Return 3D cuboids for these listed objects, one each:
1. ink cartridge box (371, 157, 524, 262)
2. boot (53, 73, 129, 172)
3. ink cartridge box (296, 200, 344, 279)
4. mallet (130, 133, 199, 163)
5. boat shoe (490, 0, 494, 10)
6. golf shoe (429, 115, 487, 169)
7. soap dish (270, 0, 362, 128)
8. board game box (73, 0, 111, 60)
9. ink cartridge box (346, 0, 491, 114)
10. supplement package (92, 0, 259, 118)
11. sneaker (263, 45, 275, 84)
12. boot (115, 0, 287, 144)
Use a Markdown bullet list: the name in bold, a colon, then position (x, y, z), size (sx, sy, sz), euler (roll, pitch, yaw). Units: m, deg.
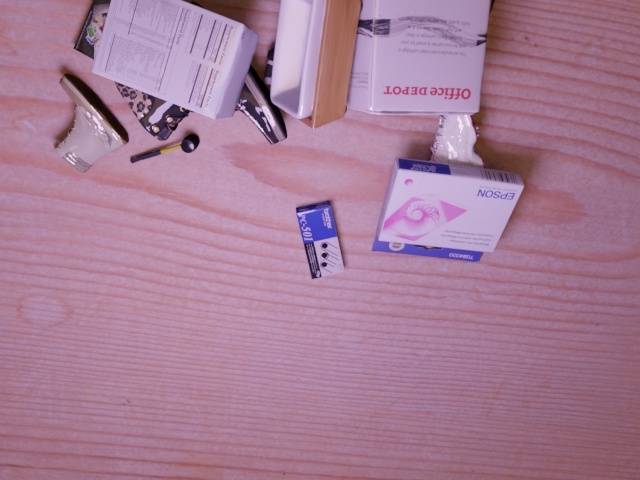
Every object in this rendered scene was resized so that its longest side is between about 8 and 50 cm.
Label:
- **ink cartridge box**: position (0.324, -0.054, 1.584), size (0.324, 0.071, 0.330), euler (6, 131, -5)
- **boot**: position (-0.607, -0.287, 1.485), size (0.165, 0.077, 0.213), euler (-32, 114, 12)
- **ink cartridge box**: position (0.000, 0.000, 1.658), size (0.097, 0.046, 0.207), euler (-13, 113, 1)
- **mallet**: position (-0.401, -0.235, 1.545), size (0.189, 0.062, 0.039), euler (-11, 114, 18)
- **boat shoe**: position (0.380, -0.622, 1.377), size (0.073, 0.073, 0.207), euler (17, 141, 17)
- **golf shoe**: position (0.336, -0.252, 1.534), size (0.140, 0.115, 0.306), euler (-16, 112, 8)
- **soap dish**: position (-0.014, -0.411, 1.302), size (0.118, 0.229, 0.291), euler (-2, 114, -23)
- **board game box**: position (-0.468, -0.536, 1.410), size (0.136, 0.030, 0.260), euler (29, 109, -12)
- **ink cartridge box**: position (0.205, -0.479, 1.301), size (0.285, 0.166, 0.395), euler (-4, 106, -23)
- **supplement package**: position (-0.296, -0.396, 1.262), size (0.262, 0.199, 0.198), euler (20, 103, -2)
- **sneaker**: position (-0.024, -0.424, 1.456), size (0.217, 0.079, 0.121), euler (6, 104, -12)
- **boot**: position (-0.285, -0.337, 1.446), size (0.284, 0.138, 0.377), euler (-35, 107, 10)
